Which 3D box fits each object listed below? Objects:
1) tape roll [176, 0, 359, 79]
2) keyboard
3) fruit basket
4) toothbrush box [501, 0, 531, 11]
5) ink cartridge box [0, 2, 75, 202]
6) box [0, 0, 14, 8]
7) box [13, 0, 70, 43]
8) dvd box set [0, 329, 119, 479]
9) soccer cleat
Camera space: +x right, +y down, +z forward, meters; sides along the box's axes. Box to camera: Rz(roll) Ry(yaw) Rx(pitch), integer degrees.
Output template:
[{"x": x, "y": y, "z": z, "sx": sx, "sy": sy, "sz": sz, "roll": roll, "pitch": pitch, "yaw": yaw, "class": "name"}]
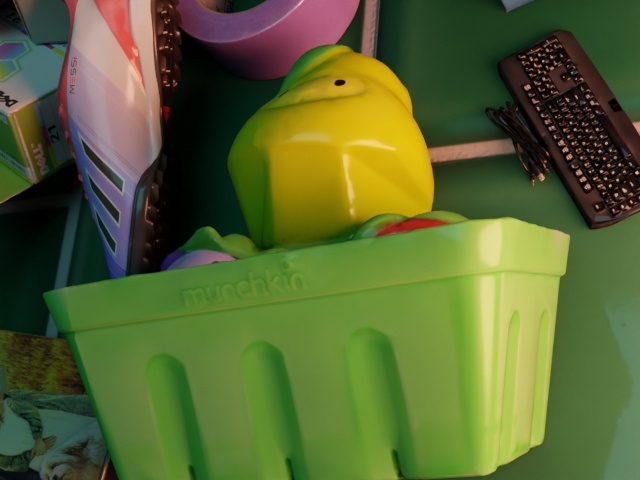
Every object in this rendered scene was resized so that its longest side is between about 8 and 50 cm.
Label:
[{"x": -0.057, "y": -0.264, "z": 1.058, "sx": 0.189, "sy": 0.080, "sz": 0.189, "roll": -10, "pitch": 65, "yaw": 23, "class": "tape roll"}, {"x": 0.205, "y": -0.095, "z": 0.877, "sx": 0.100, "sy": 0.038, "sz": 0.192, "roll": -31, "pitch": 58, "yaw": 13, "class": "keyboard"}, {"x": 0.000, "y": 0.000, "z": 0.828, "sx": 0.392, "sy": 0.283, "sz": 0.392, "roll": -1, "pitch": 86, "yaw": 24, "class": "fruit basket"}, {"x": 0.144, "y": -0.372, "z": 0.870, "sx": 0.126, "sy": 0.295, "sz": 0.216, "roll": -20, "pitch": 62, "yaw": 18, "class": "toothbrush box"}, {"x": -0.358, "y": -0.127, "z": 1.078, "sx": 0.189, "sy": 0.097, "sz": 0.255, "roll": 31, "pitch": 53, "yaw": 34, "class": "ink cartridge box"}, {"x": -0.439, "y": -0.254, "z": 1.181, "sx": 0.270, "sy": 0.060, "sz": 0.216, "roll": -24, "pitch": 16, "yaw": 18, "class": "box"}, {"x": -0.236, "y": -0.333, "z": 1.100, "sx": 0.148, "sy": 0.127, "sz": 0.232, "roll": -3, "pitch": 51, "yaw": 3, "class": "box"}, {"x": -0.367, "y": 0.232, "z": 1.020, "sx": 0.420, "sy": 0.062, "sz": 0.308, "roll": 5, "pitch": 72, "yaw": 29, "class": "dvd box set"}, {"x": -0.197, "y": -0.098, "z": 1.000, "sx": 0.116, "sy": 0.108, "sz": 0.318, "roll": 0, "pitch": 91, "yaw": 7, "class": "soccer cleat"}]
